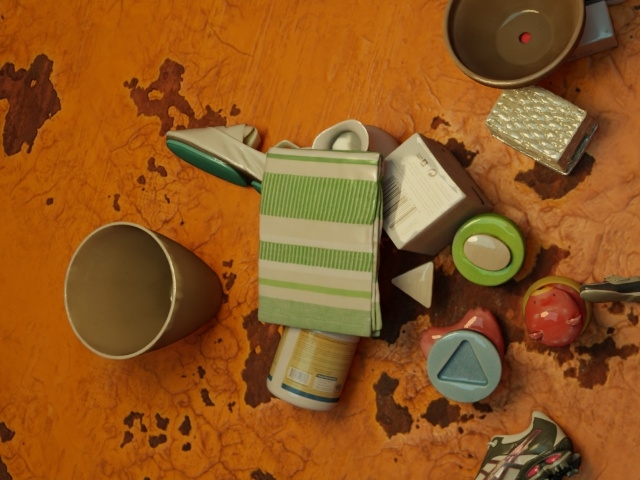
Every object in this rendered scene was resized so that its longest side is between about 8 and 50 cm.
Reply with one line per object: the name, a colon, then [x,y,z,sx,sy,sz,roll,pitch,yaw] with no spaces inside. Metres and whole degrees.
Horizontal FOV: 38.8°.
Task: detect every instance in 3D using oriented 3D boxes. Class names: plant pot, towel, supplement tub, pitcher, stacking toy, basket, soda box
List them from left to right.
plant pot: [-0.318,0.102,1.809,0.257,0.274,0.256,-2,85,25]
supplement tub: [-0.008,0.209,1.726,0.144,0.144,0.199,21,94,25]
towel: [0.000,0.000,1.609,0.248,0.038,0.324,6,101,27]
pitcher: [0.049,-0.155,1.699,0.178,0.207,0.125,-7,82,25]
stacking toy: [0.280,0.119,1.572,0.309,0.130,0.279,-36,88,19]
plant pot: [0.338,-0.362,1.553,0.238,0.110,0.237,-5,78,25]
basket: [0.386,-0.205,1.603,0.167,0.103,0.113,33,98,25]
soda box: [0.411,-0.352,1.621,0.216,0.074,0.069,-15,79,23]

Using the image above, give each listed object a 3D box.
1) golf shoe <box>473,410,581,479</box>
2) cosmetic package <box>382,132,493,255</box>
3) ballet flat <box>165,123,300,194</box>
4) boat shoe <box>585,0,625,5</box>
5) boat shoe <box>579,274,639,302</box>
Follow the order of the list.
golf shoe: [0.319,0.413,1.594,0.273,0.105,0.120,-36,56,12]
cosmetic package: [0.189,-0.078,1.639,0.151,0.184,0.151,-40,71,18]
ballet flat: [-0.126,-0.158,1.839,0.400,0.139,0.139,27,97,20]
boat shoe: [0.404,-0.456,1.618,0.301,0.102,0.108,1,86,25]
boat shoe: [0.498,0.079,1.530,0.137,0.049,0.043,0,67,-10]
